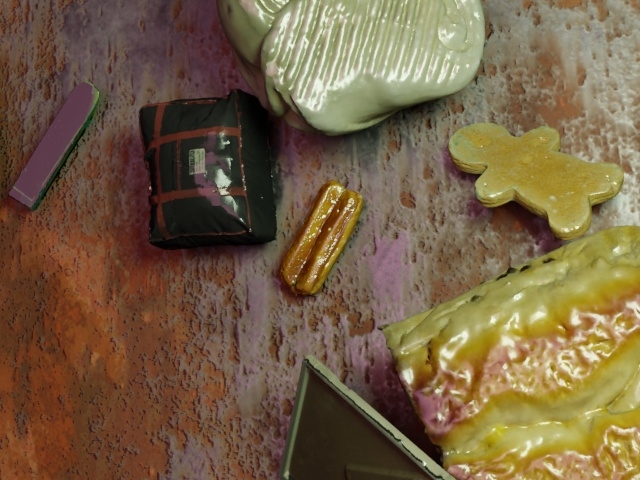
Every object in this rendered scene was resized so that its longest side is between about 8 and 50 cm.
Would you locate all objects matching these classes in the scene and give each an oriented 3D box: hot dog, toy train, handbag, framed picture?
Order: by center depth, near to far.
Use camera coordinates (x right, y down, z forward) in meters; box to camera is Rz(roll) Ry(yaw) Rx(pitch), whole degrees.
[{"bbox_3d":[0.314,0.175,1.175,0.365,0.196,0.367,-30,78,13],"label":"hot dog"},{"bbox_3d":[0.059,0.299,1.220,0.289,0.016,0.213,37,130,35],"label":"framed picture"},{"bbox_3d":[0.000,0.000,1.382,0.071,0.045,0.165,27,89,19],"label":"hot dog"},{"bbox_3d":[-0.158,-0.092,1.393,0.169,0.155,0.215,-9,79,23],"label":"handbag"},{"bbox_3d":[-0.398,-0.146,1.541,0.044,0.042,0.209,32,89,-2],"label":"toy train"}]

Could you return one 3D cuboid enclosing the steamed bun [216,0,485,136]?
[{"bbox_3d":[0.028,-0.297,1.348,0.324,0.219,0.309,-20,88,-12],"label":"steamed bun"}]

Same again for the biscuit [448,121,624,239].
[{"bbox_3d":[0.263,-0.088,1.288,0.234,0.030,0.153,29,57,35],"label":"biscuit"}]
